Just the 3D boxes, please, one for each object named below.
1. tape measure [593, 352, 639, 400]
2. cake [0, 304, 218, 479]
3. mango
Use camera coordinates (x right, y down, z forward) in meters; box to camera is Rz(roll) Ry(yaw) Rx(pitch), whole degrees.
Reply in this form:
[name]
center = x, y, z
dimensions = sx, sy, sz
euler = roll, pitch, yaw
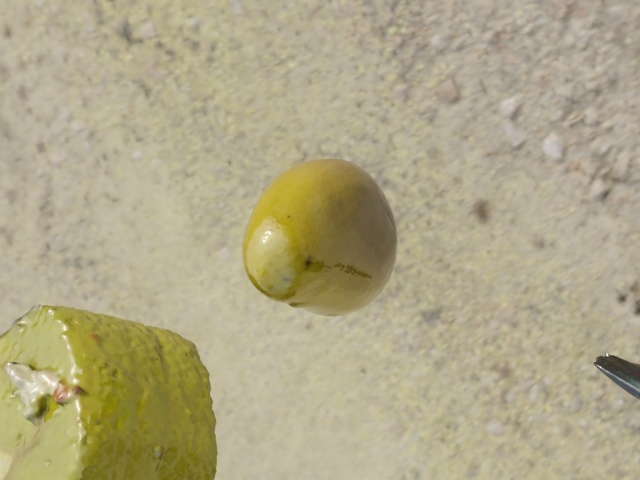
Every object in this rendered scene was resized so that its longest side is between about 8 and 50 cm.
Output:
[tape measure]
center = 0.305, 0.144, 0.756
dimensions = 0.351, 0.215, 0.098
euler = 38, 90, 23
[cake]
center = -0.204, 0.172, 0.972
dimensions = 0.260, 0.156, 0.179
euler = -37, 48, 35
[mango]
center = 0.000, 0.000, 0.832
dimensions = 0.076, 0.161, 0.103
euler = -3, 95, 24
